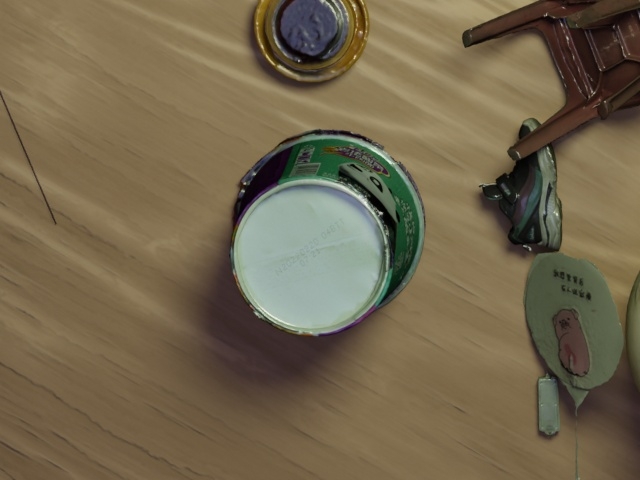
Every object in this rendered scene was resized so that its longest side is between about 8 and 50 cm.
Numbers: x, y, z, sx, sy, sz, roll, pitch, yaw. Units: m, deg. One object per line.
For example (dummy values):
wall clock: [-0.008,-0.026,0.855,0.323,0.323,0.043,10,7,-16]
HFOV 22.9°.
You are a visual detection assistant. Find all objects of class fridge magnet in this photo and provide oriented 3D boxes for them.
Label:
fridge magnet: [-0.011,-0.265,1.940,0.143,0.063,0.143,1,99,4]

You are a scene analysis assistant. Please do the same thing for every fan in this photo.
fan: [0.311,0.165,1.953,0.010,0.182,0.310,-14,108,-30]

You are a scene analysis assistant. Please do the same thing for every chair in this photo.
chair: [0.362,-0.243,1.877,0.326,0.183,0.176,-27,99,-34]

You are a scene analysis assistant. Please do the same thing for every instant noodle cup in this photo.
instant noodle cup: [0.000,0.000,1.926,0.251,0.190,0.251,1,101,7]

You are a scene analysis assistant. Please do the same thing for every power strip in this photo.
power strip: [0.292,0.207,2.023,0.027,0.017,0.083,-2,101,6]

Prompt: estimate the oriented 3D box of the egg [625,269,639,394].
egg: [0.505,0.139,1.852,0.283,0.283,0.345,-15,107,9]

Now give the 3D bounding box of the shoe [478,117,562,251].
shoe: [0.245,-0.064,1.950,0.099,0.071,0.169,-7,102,13]
